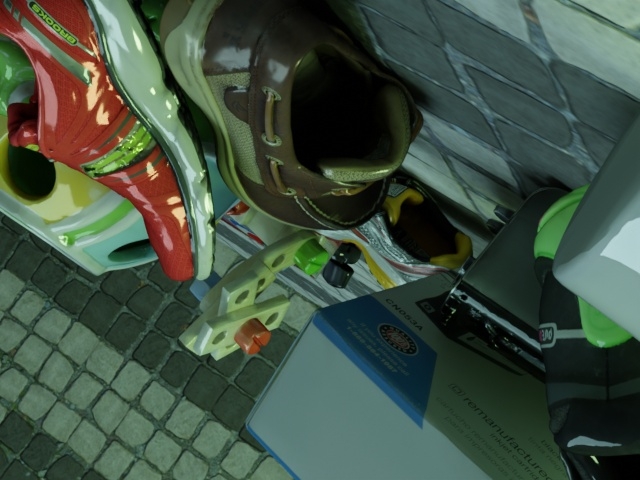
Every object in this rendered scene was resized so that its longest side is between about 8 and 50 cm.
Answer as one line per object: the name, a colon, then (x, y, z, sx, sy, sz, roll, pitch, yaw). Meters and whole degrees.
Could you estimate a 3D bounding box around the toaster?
toaster: (0.184, 0.053, 1.112, 0.186, 0.110, 0.168, 34, 176, 6)

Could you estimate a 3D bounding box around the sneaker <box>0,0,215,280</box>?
sneaker: (-0.150, -0.080, 1.061, 0.107, 0.118, 0.279, -110, -1, -53)

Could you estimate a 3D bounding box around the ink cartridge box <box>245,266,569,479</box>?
ink cartridge box: (0.131, 0.141, 1.234, 0.223, 0.129, 0.307, 42, -150, 23)

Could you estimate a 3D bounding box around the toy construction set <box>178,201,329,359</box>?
toy construction set: (-0.106, -0.046, 1.458, 0.215, 0.151, 0.327, 2, -127, -59)

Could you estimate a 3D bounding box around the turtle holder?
turtle holder: (-0.157, -0.098, 1.223, 0.243, 0.227, 0.320, 37, 173, -10)

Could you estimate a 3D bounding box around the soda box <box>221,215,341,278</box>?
soda box: (-0.091, -0.060, 1.885, 0.263, 0.083, 0.092, 32, 173, 31)

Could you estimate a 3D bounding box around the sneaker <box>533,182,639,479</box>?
sneaker: (0.243, 0.168, 0.890, 0.185, 0.202, 0.483, -13, 134, 36)

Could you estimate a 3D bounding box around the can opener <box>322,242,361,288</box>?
can opener: (0.000, 0.000, 1.999, 0.059, 0.073, 0.186, 29, -173, -27)

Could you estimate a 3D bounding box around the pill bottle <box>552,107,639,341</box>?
pill bottle: (0.226, 0.036, 0.487, 0.283, 0.161, 0.161, 34, 174, 1)

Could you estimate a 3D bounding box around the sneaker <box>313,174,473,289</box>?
sneaker: (0.049, -0.037, 1.392, 0.225, 0.088, 0.092, 38, 148, 8)

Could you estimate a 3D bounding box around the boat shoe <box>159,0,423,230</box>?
boat shoe: (0.003, -0.075, 1.082, 0.123, 0.123, 0.342, 34, 168, 25)
